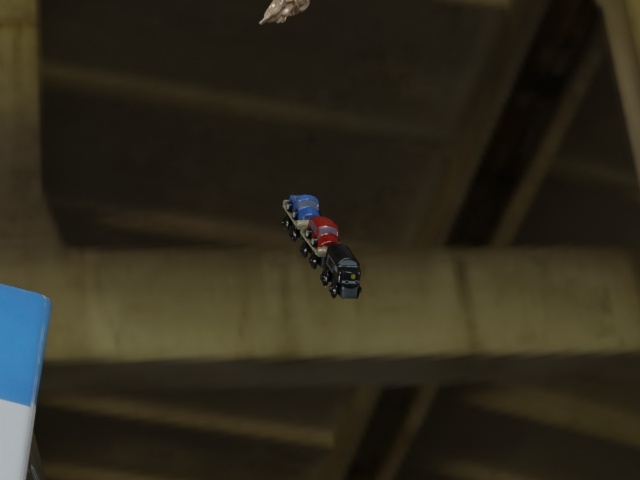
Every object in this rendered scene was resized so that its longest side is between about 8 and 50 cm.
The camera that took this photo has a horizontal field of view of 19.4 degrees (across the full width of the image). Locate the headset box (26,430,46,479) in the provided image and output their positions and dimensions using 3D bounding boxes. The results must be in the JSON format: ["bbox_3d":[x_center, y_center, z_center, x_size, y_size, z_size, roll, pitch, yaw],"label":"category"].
[{"bbox_3d":[-0.308,0.216,1.620,0.131,0.283,0.246,-17,-26,-6],"label":"headset box"}]

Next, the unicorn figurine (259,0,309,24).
[{"bbox_3d":[-0.002,-0.246,1.450,0.111,0.060,0.162,-9,-44,-58],"label":"unicorn figurine"}]

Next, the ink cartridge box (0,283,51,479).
[{"bbox_3d":[-0.290,0.244,1.097,0.166,0.395,0.285,16,-45,-16],"label":"ink cartridge box"}]

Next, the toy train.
[{"bbox_3d":[0.000,0.000,1.480,0.027,0.158,0.036,0,-66,-19],"label":"toy train"}]
